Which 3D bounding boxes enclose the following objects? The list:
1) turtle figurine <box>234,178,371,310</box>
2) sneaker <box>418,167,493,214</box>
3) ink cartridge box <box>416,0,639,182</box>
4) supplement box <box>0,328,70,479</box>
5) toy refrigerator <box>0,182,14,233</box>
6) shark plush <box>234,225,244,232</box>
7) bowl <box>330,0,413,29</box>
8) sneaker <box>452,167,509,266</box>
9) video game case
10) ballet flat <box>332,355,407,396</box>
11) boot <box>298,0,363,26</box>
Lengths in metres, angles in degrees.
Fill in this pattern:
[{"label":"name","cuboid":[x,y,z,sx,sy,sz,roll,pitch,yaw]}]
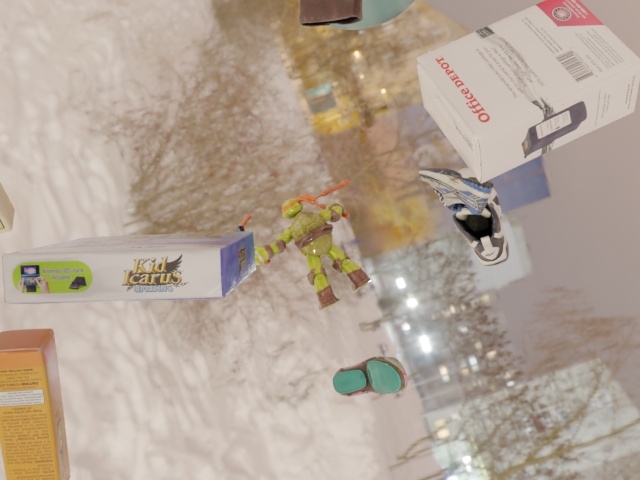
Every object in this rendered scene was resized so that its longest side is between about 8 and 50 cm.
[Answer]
[{"label":"turtle figurine","cuboid":[0.000,0.000,1.457,0.217,0.270,0.087,57,-34,7]},{"label":"sneaker","cuboid":[0.193,-0.073,1.233,0.135,0.052,0.058,27,-67,47]},{"label":"ink cartridge box","cuboid":[0.272,-0.207,1.104,0.100,0.237,0.172,71,-8,-54]},{"label":"supplement box","cuboid":[-0.394,0.242,1.128,0.078,0.080,0.233,-109,-165,-74]},{"label":"toy refrigerator","cuboid":[-0.845,-0.132,2.004,0.094,0.102,0.269,-105,-176,-46]},{"label":"shark plush","cuboid":[-0.154,0.035,1.295,0.067,0.161,0.073,-26,85,-46]},{"label":"bowl","cuboid":[0.074,-0.638,1.803,0.163,0.312,0.311,52,18,-69]},{"label":"sneaker","cuboid":[0.324,-0.071,1.727,0.153,0.094,0.234,46,34,-61]},{"label":"video game case","cuboid":[-0.218,0.028,1.026,0.269,0.244,0.061,-59,148,-85]},{"label":"ballet flat","cuboid":[0.112,0.264,1.618,0.221,0.079,0.076,-23,-101,53]},{"label":"boot","cuboid":[-0.027,-0.461,1.365,0.090,0.249,0.206,2,95,-58]}]
